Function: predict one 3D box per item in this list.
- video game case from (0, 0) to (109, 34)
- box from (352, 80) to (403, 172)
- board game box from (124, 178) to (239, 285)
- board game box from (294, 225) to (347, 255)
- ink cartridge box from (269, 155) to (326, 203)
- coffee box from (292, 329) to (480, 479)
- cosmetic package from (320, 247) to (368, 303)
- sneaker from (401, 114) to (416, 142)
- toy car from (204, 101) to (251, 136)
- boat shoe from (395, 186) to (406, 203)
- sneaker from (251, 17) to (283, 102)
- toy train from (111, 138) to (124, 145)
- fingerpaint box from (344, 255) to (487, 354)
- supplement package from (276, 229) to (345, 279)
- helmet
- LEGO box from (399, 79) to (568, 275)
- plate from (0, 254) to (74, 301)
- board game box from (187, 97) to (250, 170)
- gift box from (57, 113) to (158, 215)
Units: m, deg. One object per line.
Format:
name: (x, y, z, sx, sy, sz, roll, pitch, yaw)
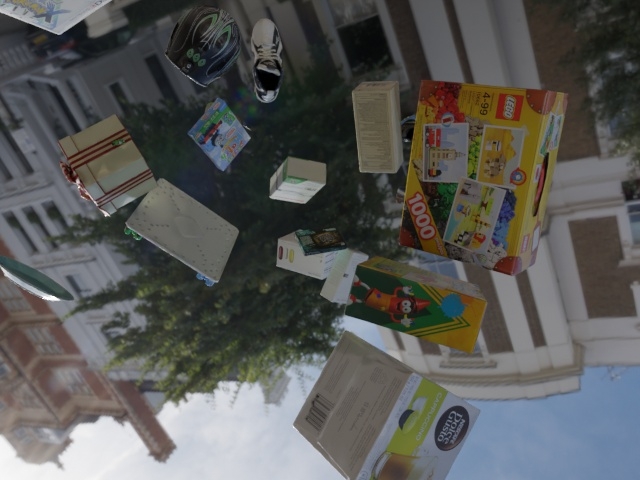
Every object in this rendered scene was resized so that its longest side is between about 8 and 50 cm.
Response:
video game case: (-0.758, -0.715, 1.645, 0.300, 0.036, 0.329, -24, 175, 18)
box: (0.212, -0.409, 2.102, 0.148, 0.311, 0.121, 6, -148, 21)
board game box: (-0.527, -0.038, 2.255, 0.050, 0.390, 0.390, -47, -164, 27)
board game box: (0.000, 0.000, 2.369, 0.186, 0.026, 0.126, -8, -134, -22)
ink cartridge box: (-0.087, -0.220, 2.142, 0.153, 0.086, 0.208, 9, 159, -22)
coffee box: (0.191, 0.526, 1.706, 0.338, 0.334, 0.337, 21, -102, 57)
cosmetic package: (0.102, 0.148, 2.456, 0.085, 0.231, 0.117, 28, -170, 41)
sneaker: (0.315, -0.405, 2.250, 0.067, 0.078, 0.188, -17, 163, -44)
toy car: (-0.357, -0.427, 2.204, 0.189, 0.149, 0.155, 12, -149, -11)
boat shoe: (0.355, -0.170, 2.260, 0.183, 0.066, 0.066, 1, -148, -40)
sneaker: (-0.147, -0.513, 1.637, 0.094, 0.234, 0.153, 5, -170, -15)
toy train: (-0.675, -0.326, 1.928, 0.024, 0.017, 0.083, -29, -160, -32)
fingerpaint box: (0.300, 0.184, 1.790, 0.371, 0.163, 0.445, 16, -175, 11)
supplement package: (-0.048, 0.064, 2.797, 0.262, 0.145, 0.204, 14, -159, 27)
helmet: (-0.260, -0.452, 1.324, 0.161, 0.169, 0.169, -48, -159, 13)
LEGO box: (0.463, -0.195, 1.691, 0.373, 0.500, 0.193, 16, -161, 35)
plate: (-0.637, 0.091, 1.281, 0.024, 0.188, 0.188, -57, -148, -8)
board game box: (-0.341, -0.358, 1.974, 0.039, 0.211, 0.160, 32, -101, 29)
gift box: (-0.756, -0.250, 2.054, 0.258, 0.255, 0.276, -31, -114, -12)
